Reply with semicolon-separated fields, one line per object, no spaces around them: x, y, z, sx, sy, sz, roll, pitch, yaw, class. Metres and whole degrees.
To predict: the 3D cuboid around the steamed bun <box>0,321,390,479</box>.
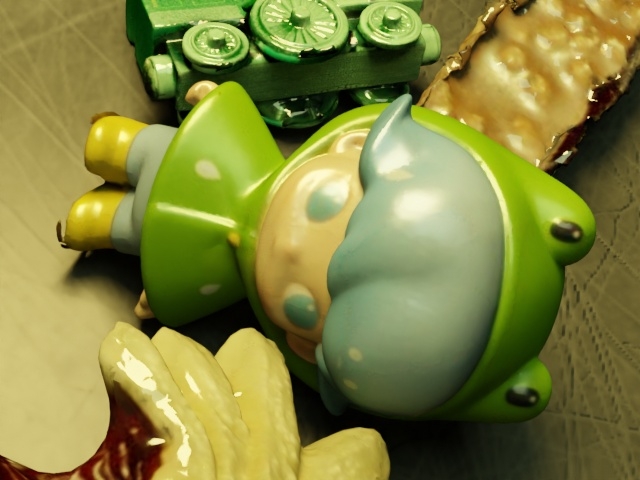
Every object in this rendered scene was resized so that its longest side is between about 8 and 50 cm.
-0.048;0.167;0.629;0.428;0.189;0.247;47;15;17;steamed bun

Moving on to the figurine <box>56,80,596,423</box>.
0.000;0.000;0.793;0.263;0.143;0.162;17;95;18;figurine

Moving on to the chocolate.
0.137;-0.114;0.954;0.102;0.065;0.329;44;54;-7;chocolate

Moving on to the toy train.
-0.022;-0.118;0.917;0.178;0.071;0.105;-10;48;-19;toy train
